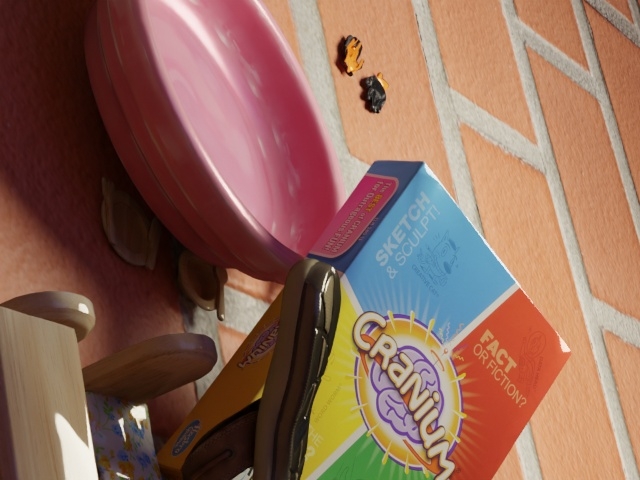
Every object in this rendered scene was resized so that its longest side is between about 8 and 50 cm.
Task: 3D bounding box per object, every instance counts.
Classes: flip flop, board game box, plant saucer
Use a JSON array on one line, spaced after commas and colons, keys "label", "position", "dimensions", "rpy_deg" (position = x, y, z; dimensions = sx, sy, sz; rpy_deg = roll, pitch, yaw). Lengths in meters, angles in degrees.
[{"label": "flip flop", "position": [-0.053, 0.143, 1.258], "dimensions": [0.112, 0.080, 0.277], "rpy_deg": [-41, 145, -80]}, {"label": "board game box", "position": [0.044, 0.130, 1.434], "dimensions": [0.242, 0.064, 0.316], "rpy_deg": [49, 63, -29]}, {"label": "plant saucer", "position": [-0.092, -0.106, 1.503], "dimensions": [0.332, 0.084, 0.332], "rpy_deg": [51, 24, -33]}]

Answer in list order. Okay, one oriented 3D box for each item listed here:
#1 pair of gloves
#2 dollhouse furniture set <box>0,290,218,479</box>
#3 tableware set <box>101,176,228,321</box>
[{"label": "pair of gloves", "position": [0.047, -0.178, 1.936], "dimensions": [0.083, 0.010, 0.074], "rpy_deg": [57, 26, -22]}, {"label": "dollhouse furniture set", "position": [-0.135, 0.195, 1.010], "dimensions": [0.394, 0.256, 0.362], "rpy_deg": [23, 48, -53]}, {"label": "tableware set", "position": [-0.121, -0.015, 1.478], "dimensions": [0.169, 0.020, 0.141], "rpy_deg": [43, 34, -37]}]
